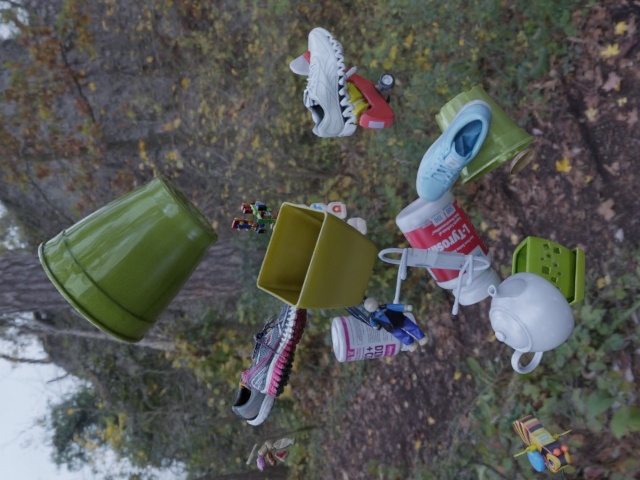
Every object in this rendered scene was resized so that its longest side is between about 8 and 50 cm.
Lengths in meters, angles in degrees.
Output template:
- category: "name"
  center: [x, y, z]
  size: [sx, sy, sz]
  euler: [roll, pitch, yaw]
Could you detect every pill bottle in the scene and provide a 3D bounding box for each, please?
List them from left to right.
- category: "pill bottle"
  center: [0.193, 0.338, 2.007]
  size: [0.160, 0.283, 0.160]
  euler: [175, 90, -80]
- category: "pill bottle"
  center: [0.477, 0.026, 2.062]
  size: [0.407, 0.229, 0.229]
  euler: [54, 171, -8]

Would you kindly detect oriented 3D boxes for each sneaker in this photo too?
- category: "sneaker"
  center: [-0.169, 0.385, 1.615]
  size: [0.100, 0.108, 0.271]
  euler: [-9, 54, 45]
- category: "sneaker"
  center: [-0.114, 0.250, 1.475]
  size: [0.121, 0.112, 0.299]
  euler: [65, -139, -69]
- category: "sneaker"
  center: [0.008, -0.414, 1.483]
  size: [0.110, 0.118, 0.292]
  euler: [180, 76, -72]
- category: "sneaker"
  center: [0.401, -0.261, 1.743]
  size: [0.366, 0.135, 0.150]
  euler: [-65, -3, 30]

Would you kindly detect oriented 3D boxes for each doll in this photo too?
- category: "doll"
  center: [0.186, 0.200, 1.412]
  size: [0.129, 0.189, 0.046]
  euler: [-41, 19, 35]

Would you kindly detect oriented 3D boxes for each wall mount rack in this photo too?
- category: "wall mount rack"
  center: [0.356, 0.128, 1.806]
  size: [0.304, 0.350, 0.130]
  euler: [83, -166, -66]

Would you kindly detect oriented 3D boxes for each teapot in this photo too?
- category: "teapot"
  center: [0.582, 0.232, 1.618]
  size: [0.256, 0.187, 0.252]
  euler: [50, 163, 17]

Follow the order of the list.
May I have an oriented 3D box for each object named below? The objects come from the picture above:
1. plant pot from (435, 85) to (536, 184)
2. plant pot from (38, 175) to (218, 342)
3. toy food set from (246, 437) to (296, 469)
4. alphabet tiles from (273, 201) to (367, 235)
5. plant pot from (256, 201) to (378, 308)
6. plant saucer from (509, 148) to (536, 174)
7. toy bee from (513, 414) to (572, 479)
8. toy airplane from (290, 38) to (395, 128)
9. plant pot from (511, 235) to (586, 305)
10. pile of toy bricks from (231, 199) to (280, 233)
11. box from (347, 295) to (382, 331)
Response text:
- category: "plant pot"
  center: [0.524, -0.362, 1.878]
  size: [0.254, 0.276, 0.276]
  euler: [58, 164, 8]
- category: "plant pot"
  center: [-0.481, 0.024, 1.523]
  size: [0.366, 0.353, 0.366]
  euler: [49, 178, 2]
- category: "toy food set"
  center: [-0.114, 0.506, 1.326]
  size: [0.019, 0.122, 0.078]
  euler: [57, -144, -23]
- category: "alphabet tiles"
  center: [0.000, 0.000, 1.687]
  size: [0.021, 0.284, 0.278]
  euler: [85, 180, -54]
- category: "plant pot"
  center: [0.006, 0.048, 1.294]
  size: [0.212, 0.187, 0.212]
  euler: [17, 90, 59]
- category: "plant saucer"
  center: [0.504, -0.201, 1.410]
  size: [0.015, 0.083, 0.083]
  euler: [51, 154, 25]
- category: "toy bee"
  center: [0.720, 0.647, 1.742]
  size: [0.298, 0.195, 0.162]
  euler: [34, 147, 38]
- category: "toy airplane"
  center: [0.044, -0.536, 2.013]
  size: [0.384, 0.272, 0.386]
  euler: [17, 157, 50]
- category: "plant pot"
  center: [0.809, 0.129, 1.999]
  size: [0.228, 0.207, 0.227]
  euler: [69, -151, -73]
- category: "pile of toy bricks"
  center: [-0.210, -0.096, 1.950]
  size: [0.105, 0.212, 0.118]
  euler: [54, 131, 42]
- category: "box"
  center: [0.064, 0.146, 1.522]
  size: [0.220, 0.051, 0.175]
  euler: [41, 171, -18]
